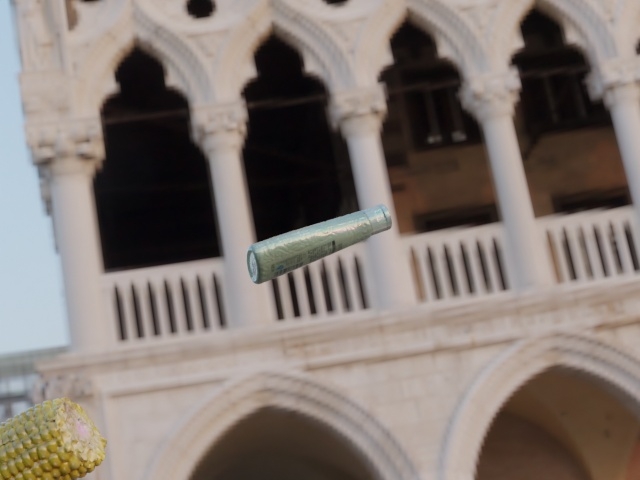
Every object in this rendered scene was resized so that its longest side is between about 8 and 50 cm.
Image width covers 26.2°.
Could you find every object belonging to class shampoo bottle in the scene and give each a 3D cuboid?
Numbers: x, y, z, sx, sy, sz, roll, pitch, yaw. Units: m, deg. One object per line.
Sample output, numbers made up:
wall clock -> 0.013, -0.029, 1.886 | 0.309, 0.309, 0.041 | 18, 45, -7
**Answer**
shampoo bottle -> 0.000, 0.000, 1.725 | 0.191, 0.041, 0.069 | -20, -34, -18

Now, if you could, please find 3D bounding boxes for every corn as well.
corn -> -0.304, 0.220, 1.180 | 0.248, 0.081, 0.081 | -30, -19, 4
